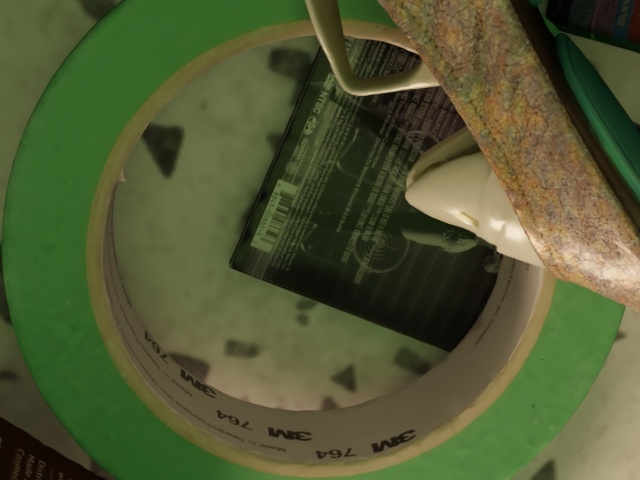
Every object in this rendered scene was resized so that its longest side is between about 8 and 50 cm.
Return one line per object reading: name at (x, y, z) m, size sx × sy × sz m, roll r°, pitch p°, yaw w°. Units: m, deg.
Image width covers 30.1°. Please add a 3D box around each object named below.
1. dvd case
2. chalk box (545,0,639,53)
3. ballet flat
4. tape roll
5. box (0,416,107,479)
dvd case at (0.080, -0.020, 0.681) m, size 0.221 × 0.018 × 0.164 m, roll 22°, pitch 101°, yaw -10°
chalk box at (0.229, -0.160, 0.574) m, size 0.289 × 0.179 × 0.180 m, roll 13°, pitch 103°, yaw -9°
ballet flat at (0.069, -0.075, 0.539) m, size 0.106 × 0.107 × 0.316 m, roll -28°, pitch 100°, yaw 22°
tape roll at (0.000, 0.000, 0.630) m, size 0.321 × 0.077 × 0.321 m, roll -1°, pitch 104°, yaw -5°
box at (-0.189, 0.222, 0.595) m, size 0.203 × 0.168 × 0.167 m, roll -36°, pitch 123°, yaw 26°
